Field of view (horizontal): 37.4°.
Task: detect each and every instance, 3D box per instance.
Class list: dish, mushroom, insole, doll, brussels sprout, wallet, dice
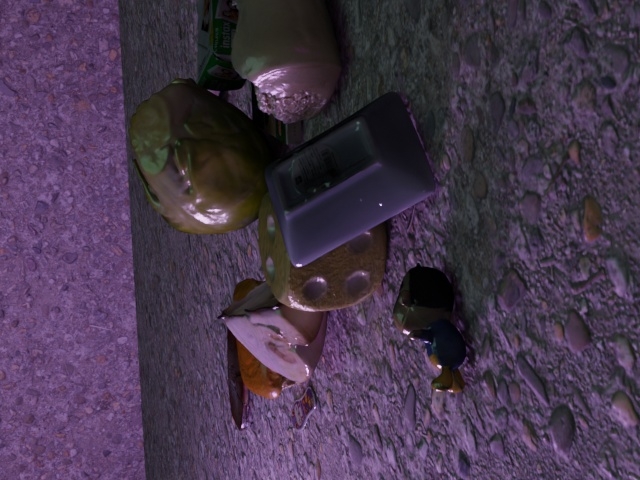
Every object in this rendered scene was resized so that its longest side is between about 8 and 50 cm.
[{"bbox_3d":[0.020,-0.096,1.327,0.243,0.080,0.181,-30,60,21],"label":"dish"},{"bbox_3d":[-0.037,0.146,1.747,0.173,0.162,0.236,51,152,-15],"label":"mushroom"},{"bbox_3d":[-0.036,0.350,1.956,0.197,0.004,0.065,120,140,-60],"label":"insole"},{"bbox_3d":[0.145,0.115,1.265,0.089,0.102,0.179,-16,73,27],"label":"doll"},{"bbox_3d":[-0.241,-0.157,1.903,0.268,0.344,0.344,-46,37,9],"label":"brussels sprout"},{"bbox_3d":[-0.206,0.347,2.387,0.137,0.031,0.255,-141,47,-63],"label":"wallet"},{"bbox_3d":[0.000,0.000,1.496,0.169,0.166,0.169,-130,38,-56],"label":"dice"}]

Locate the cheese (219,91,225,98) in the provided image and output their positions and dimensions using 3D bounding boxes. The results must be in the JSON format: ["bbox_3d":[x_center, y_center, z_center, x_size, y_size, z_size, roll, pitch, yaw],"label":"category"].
[{"bbox_3d":[-0.255,-0.280,2.271,0.156,0.064,0.250,-171,87,-69],"label":"cheese"}]

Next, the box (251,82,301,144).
[{"bbox_3d":[-0.089,-0.273,1.849,0.235,0.034,0.132,-140,47,-63],"label":"box"}]

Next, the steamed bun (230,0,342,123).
[{"bbox_3d":[-0.071,-0.334,1.585,0.200,0.170,0.225,119,141,-66],"label":"steamed bun"}]

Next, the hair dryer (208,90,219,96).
[{"bbox_3d":[-0.250,-0.326,2.163,0.195,0.054,0.220,43,115,60],"label":"hair dryer"}]

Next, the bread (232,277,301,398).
[{"bbox_3d":[-0.107,0.196,1.934,0.174,0.121,0.245,-166,73,-70],"label":"bread"}]

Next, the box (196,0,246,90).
[{"bbox_3d":[-0.189,-0.442,1.922,0.180,0.103,0.250,139,133,-67],"label":"box"}]
